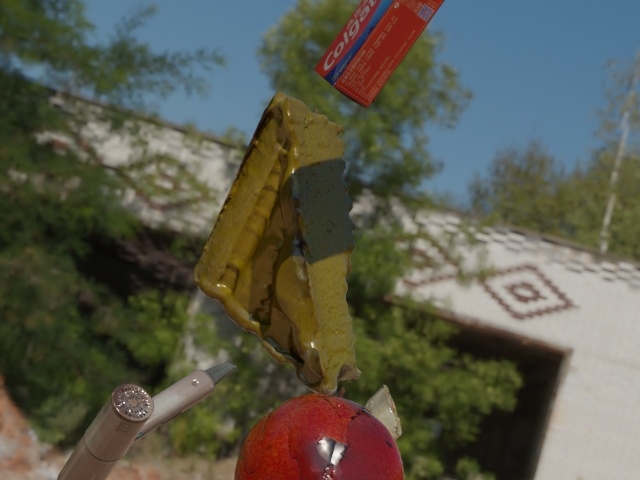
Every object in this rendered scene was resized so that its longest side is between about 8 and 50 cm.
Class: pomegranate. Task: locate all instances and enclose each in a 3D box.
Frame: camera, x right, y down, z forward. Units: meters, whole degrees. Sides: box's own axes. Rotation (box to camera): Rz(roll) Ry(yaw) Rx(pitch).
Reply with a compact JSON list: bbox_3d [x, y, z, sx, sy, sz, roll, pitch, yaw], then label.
[{"bbox_3d":[0.001,0.282,1.644,0.210,0.210,0.235,16,29,-1],"label":"pomegranate"}]

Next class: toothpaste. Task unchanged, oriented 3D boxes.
[{"bbox_3d":[0.117,-0.322,1.753,0.066,0.320,0.076,32,8,-30],"label":"toothpaste"}]

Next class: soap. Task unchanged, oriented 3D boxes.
[{"bbox_3d":[0.000,0.000,1.988,0.304,0.339,0.169,39,26,27],"label":"soap"}]

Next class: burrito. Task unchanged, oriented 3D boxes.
[{"bbox_3d":[0.043,0.320,2.088,0.087,0.226,0.060,37,-13,53],"label":"burrito"}]

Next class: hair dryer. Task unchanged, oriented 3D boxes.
[{"bbox_3d":[-0.203,0.211,1.658,0.054,0.195,0.220,48,41,12],"label":"hair dryer"}]
